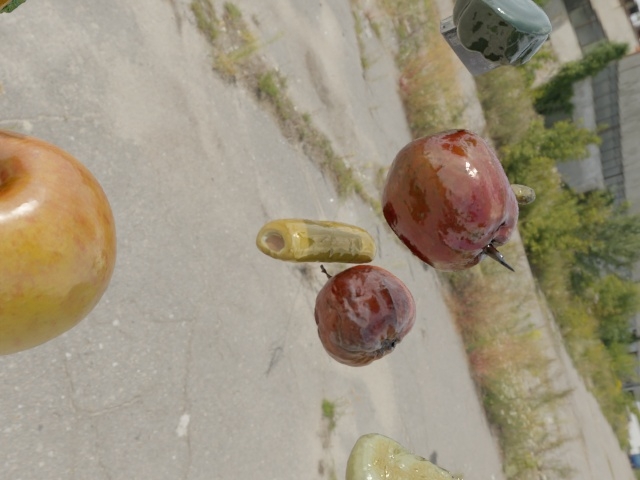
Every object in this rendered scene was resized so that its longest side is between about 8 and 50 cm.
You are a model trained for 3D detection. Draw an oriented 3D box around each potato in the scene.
[{"bbox_3d":[0.530,-0.123,1.575,0.051,0.083,0.040,-64,159,-22],"label":"potato"}]

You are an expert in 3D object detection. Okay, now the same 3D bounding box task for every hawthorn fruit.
[{"bbox_3d":[0.082,0.150,1.387,0.272,0.242,0.242,55,14,26],"label":"hawthorn fruit"},{"bbox_3d":[0.265,-0.055,1.108,0.300,0.254,0.254,50,8,32],"label":"hawthorn fruit"}]

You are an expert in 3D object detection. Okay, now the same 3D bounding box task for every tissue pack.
[{"bbox_3d":[0.334,-0.418,1.231,0.156,0.112,0.051,33,52,-44],"label":"tissue pack"}]

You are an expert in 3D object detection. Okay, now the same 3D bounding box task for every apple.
[{"bbox_3d":[-0.412,-0.007,0.739,0.275,0.298,0.299,114,-23,-55],"label":"apple"}]

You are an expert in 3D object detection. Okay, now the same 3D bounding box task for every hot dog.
[{"bbox_3d":[0.120,0.285,0.592,0.242,0.073,0.084,31,25,-10],"label":"hot dog"}]

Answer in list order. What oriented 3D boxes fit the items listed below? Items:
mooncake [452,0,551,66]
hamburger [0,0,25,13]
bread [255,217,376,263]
[{"bbox_3d":[0.321,-0.394,1.061,0.175,0.104,0.168,41,51,4],"label":"mooncake"},{"bbox_3d":[-0.494,-0.381,0.841,0.087,0.166,0.137,51,-4,35],"label":"hamburger"},{"bbox_3d":[0.000,0.000,1.338,0.305,0.142,0.091,3,99,-48],"label":"bread"}]
